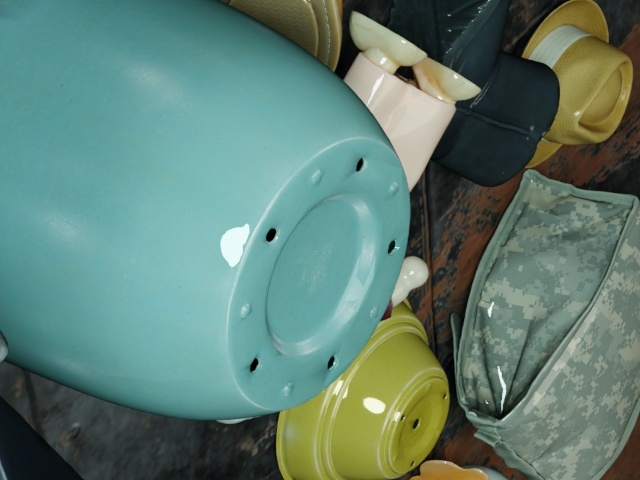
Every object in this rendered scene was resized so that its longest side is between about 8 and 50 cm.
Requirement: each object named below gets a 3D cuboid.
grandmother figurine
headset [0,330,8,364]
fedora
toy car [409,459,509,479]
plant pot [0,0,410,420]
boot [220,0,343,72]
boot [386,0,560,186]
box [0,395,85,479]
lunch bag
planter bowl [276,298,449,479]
[{"bbox_3d":[0.000,0.000,1.243,0.207,0.104,0.342,30,95,-22],"label":"grandmother figurine"},{"bbox_3d":[-0.292,0.167,0.852,0.243,0.185,0.394,4,120,-50],"label":"headset"},{"bbox_3d":[0.264,-0.152,1.570,0.194,0.079,0.194,-33,135,-40],"label":"fedora"},{"bbox_3d":[0.160,0.327,1.677,0.238,0.210,0.219,60,41,-19],"label":"toy car"},{"bbox_3d":[-0.086,-0.017,1.002,0.293,0.235,0.293,-32,134,-41],"label":"plant pot"},{"bbox_3d":[-0.005,-0.261,1.109,0.283,0.109,0.220,76,32,-54],"label":"boot"},{"bbox_3d":[0.148,-0.170,1.371,0.207,0.094,0.246,6,111,-53],"label":"boot"},{"bbox_3d":[-0.244,0.383,0.798,0.471,0.297,0.480,-30,142,-1],"label":"box"},{"bbox_3d":[0.252,0.112,1.634,0.235,0.169,0.287,46,66,-51],"label":"lunch bag"},{"bbox_3d":[0.060,0.159,1.463,0.217,0.090,0.217,-33,134,-41],"label":"planter bowl"}]
